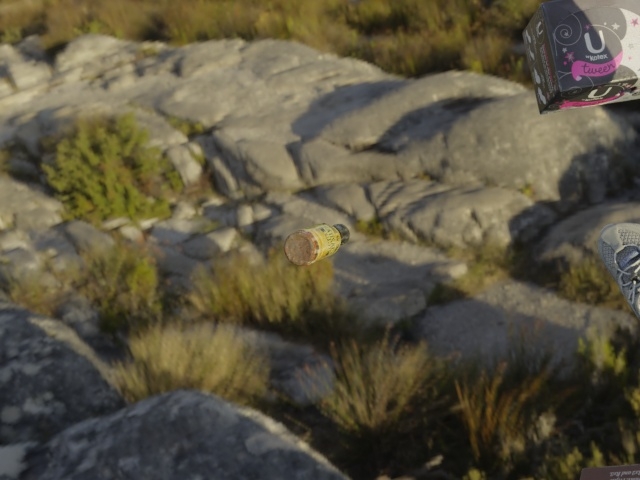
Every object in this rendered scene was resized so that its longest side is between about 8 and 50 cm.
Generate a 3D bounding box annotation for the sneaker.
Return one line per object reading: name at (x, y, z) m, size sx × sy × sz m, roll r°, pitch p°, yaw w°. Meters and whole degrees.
sneaker at (0.499, 0.064, 1.460) m, size 0.105 × 0.115 × 0.281 m, roll -52°, pitch 44°, yaw 21°

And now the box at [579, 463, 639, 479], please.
box at (0.446, 0.404, 1.257) m, size 0.168 × 0.203 × 0.167 m, roll -20°, pitch 41°, yaw 49°

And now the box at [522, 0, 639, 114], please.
box at (0.490, -0.322, 1.662) m, size 0.247 × 0.163 × 0.142 m, roll -10°, pitch -9°, yaw -2°

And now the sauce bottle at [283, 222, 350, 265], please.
sauce bottle at (0.000, 0.000, 1.137) m, size 0.042 × 0.042 × 0.128 m, roll -6°, pitch 8°, yaw 23°
